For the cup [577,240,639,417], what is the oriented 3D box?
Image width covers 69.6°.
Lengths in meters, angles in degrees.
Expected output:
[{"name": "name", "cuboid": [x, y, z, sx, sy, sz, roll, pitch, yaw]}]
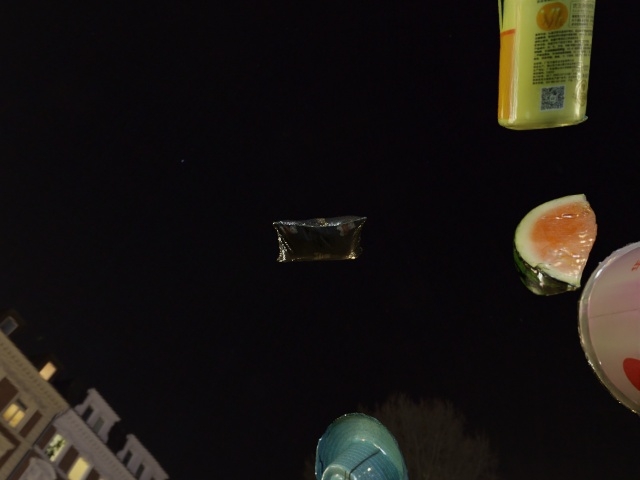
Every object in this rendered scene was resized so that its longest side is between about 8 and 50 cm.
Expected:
[{"name": "cup", "cuboid": [0.343, 0.057, 0.335, 0.202, 0.203, 0.288, -1, -16, 10]}]

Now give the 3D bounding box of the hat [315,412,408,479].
[{"name": "hat", "cuboid": [0.044, 0.312, 0.553, 0.138, 0.077, 0.191, -3, -85, 45]}]

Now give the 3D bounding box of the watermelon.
[{"name": "watermelon", "cuboid": [0.366, 0.005, 0.722, 0.119, 0.245, 0.063, -10, -63, 37]}]

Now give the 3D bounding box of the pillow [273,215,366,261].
[{"name": "pillow", "cuboid": [0.000, 0.000, 0.753, 0.150, 0.048, 0.091, -3, -59, -4]}]

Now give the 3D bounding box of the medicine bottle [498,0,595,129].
[{"name": "medicine bottle", "cuboid": [0.306, -0.278, 0.629, 0.124, 0.124, 0.239, -3, -74, 11]}]
